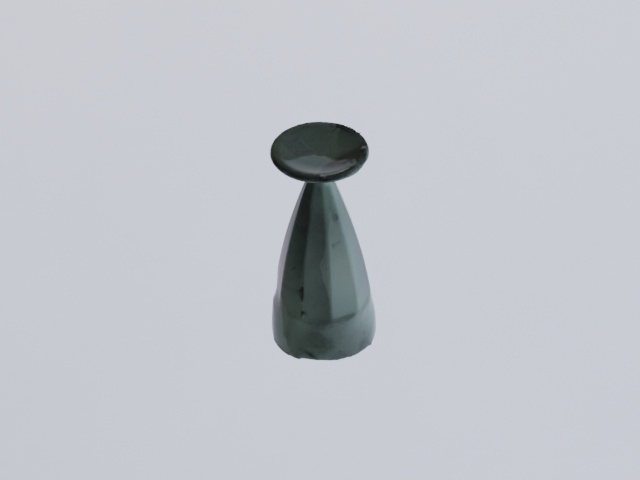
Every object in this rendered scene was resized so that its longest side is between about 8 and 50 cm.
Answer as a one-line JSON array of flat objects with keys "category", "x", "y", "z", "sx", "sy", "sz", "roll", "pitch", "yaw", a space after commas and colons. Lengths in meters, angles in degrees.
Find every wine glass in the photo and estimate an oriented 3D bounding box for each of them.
[{"category": "wine glass", "x": 0.000, "y": 0.000, "z": 1.305, "sx": 0.073, "sy": 0.155, "sz": 0.073, "roll": -2, "pitch": -143, "yaw": 1}]
